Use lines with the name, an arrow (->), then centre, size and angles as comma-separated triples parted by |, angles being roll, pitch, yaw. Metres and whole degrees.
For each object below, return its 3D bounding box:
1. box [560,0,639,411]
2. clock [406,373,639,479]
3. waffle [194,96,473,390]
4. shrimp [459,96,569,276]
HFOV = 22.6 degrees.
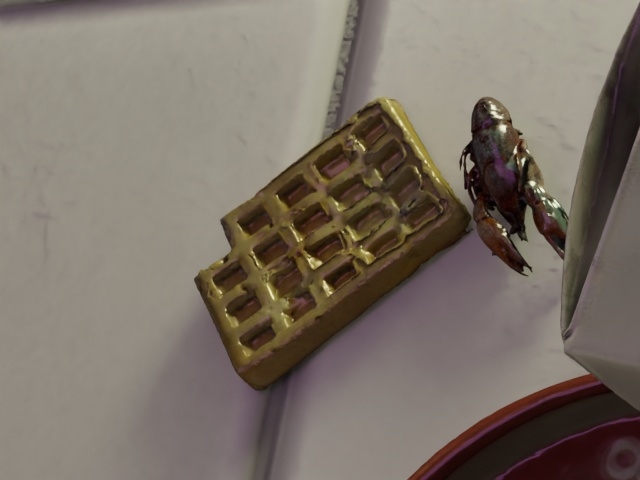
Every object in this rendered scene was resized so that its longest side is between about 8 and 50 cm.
box -> 0.242, 0.020, 0.395 | 0.333, 0.173, 0.145 | 11, 72, 44
clock -> 0.127, 0.190, 0.560 | 0.318, 0.080, 0.318 | -14, 57, 23
waffle -> 0.000, 0.000, 0.765 | 0.135, 0.021, 0.092 | -37, 55, 12
shrimp -> 0.083, -0.021, 0.715 | 0.038, 0.029, 0.092 | -33, 59, 15
